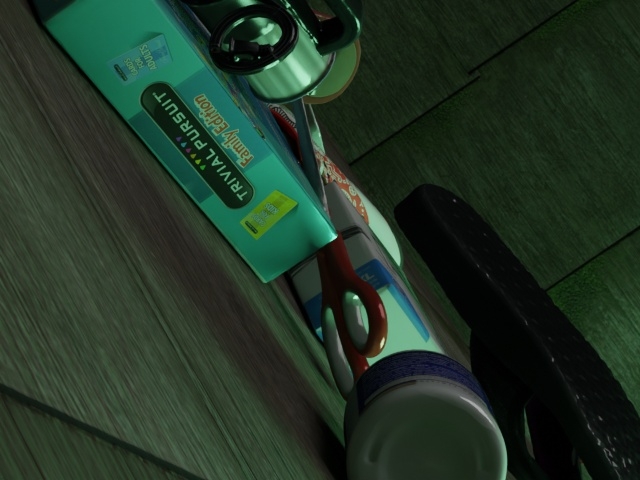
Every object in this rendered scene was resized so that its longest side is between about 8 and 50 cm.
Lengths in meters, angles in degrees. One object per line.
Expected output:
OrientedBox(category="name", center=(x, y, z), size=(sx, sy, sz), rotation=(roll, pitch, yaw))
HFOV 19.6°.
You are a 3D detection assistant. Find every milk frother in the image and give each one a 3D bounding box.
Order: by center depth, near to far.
OrientedBox(category="milk frother", center=(-0.044, -0.159, 1.494), size=(0.135, 0.129, 0.143), rotation=(50, 51, -45))

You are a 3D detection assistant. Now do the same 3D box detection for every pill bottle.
OrientedBox(category="pill bottle", center=(0.072, 0.140, 1.346), size=(0.112, 0.112, 0.186), rotation=(55, 5, -8))

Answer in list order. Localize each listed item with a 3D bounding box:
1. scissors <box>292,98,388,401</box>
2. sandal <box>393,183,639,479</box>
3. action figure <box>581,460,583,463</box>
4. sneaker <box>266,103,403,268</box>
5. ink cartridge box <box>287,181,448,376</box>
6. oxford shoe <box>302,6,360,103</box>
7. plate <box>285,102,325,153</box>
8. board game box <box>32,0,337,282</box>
OrientedBox(category="scissors", center=(0.000, 0.000, 1.585), size=(0.109, 0.021, 0.297), rotation=(110, -32, -48))
OrientedBox(category="sandal", center=(0.198, 0.137, 1.738), size=(0.167, 0.107, 0.446), rotation=(18, 32, -53))
OrientedBox(category="action figure", center=(0.176, 0.215, 1.787), size=(0.091, 0.139, 0.280), rotation=(57, 2, 7))
OrientedBox(category="sneaker", center=(-0.014, -0.047, 1.937), size=(0.270, 0.090, 0.145), rotation=(52, 6, -6))
OrientedBox(category="ink cartridge box", center=(0.039, 0.058, 1.745), size=(0.148, 0.086, 0.203), rotation=(53, 7, -33))
OrientedBox(category="oxford shoe", center=(-0.116, -0.234, 1.885), size=(0.348, 0.123, 0.130), rotation=(25, 7, -45))
OrientedBox(category="plate", center=(-0.040, -0.163, 2.291), size=(0.277, 0.045, 0.278), rotation=(77, -6, -60))
OrientedBox(category="board game box", center=(-0.133, -0.154, 1.513), size=(0.336, 0.079, 0.254), rotation=(51, 7, -43))
